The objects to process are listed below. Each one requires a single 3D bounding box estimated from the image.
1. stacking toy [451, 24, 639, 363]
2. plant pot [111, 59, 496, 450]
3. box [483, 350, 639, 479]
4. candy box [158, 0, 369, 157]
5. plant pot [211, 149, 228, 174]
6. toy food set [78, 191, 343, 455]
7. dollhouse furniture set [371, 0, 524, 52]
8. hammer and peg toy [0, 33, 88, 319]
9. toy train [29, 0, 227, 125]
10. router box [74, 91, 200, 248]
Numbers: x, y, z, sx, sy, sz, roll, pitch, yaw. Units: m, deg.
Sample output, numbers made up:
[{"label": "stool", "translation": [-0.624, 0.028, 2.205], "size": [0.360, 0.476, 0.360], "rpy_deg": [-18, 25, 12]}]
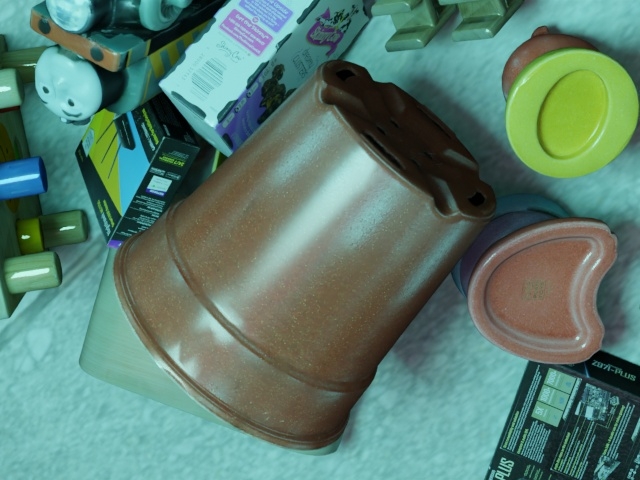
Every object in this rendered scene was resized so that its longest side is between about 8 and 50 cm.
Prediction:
[{"label": "stacking toy", "translation": [0.272, -0.042, 1.427], "size": [0.279, 0.130, 0.309], "rpy_deg": [9, 114, -12]}, {"label": "plant pot", "translation": [0.000, 0.000, 1.339], "size": [0.272, 0.272, 0.265], "rpy_deg": [43, 113, 2]}, {"label": "box", "translation": [0.256, 0.204, 1.494], "size": [0.147, 0.077, 0.180], "rpy_deg": [21, 112, 12]}, {"label": "candy box", "translation": [-0.047, -0.177, 1.391], "size": [0.070, 0.165, 0.196], "rpy_deg": [38, 86, 13]}, {"label": "plant pot", "translation": [-0.059, -0.069, 1.514], "size": [0.081, 0.083, 0.081], "rpy_deg": [18, 111, 12]}, {"label": "toy food set", "translation": [-0.095, 0.073, 1.580], "size": [0.306, 0.092, 0.220], "rpy_deg": [18, 100, 11]}, {"label": "dollhouse furniture set", "translation": [0.150, -0.312, 1.341], "size": [0.242, 0.161, 0.212], "rpy_deg": [-2, 124, 36]}, {"label": "hammer and peg toy", "translation": [-0.340, -0.121, 1.497], "size": [0.127, 0.266, 0.361], "rpy_deg": [-9, 105, 2]}, {"label": "toy train", "translation": [-0.141, -0.227, 1.370], "size": [0.142, 0.334, 0.190], "rpy_deg": [26, 126, 15]}, {"label": "router box", "translation": [-0.188, -0.090, 1.507], "size": [0.046, 0.179, 0.133], "rpy_deg": [17, 116, -30]}]
